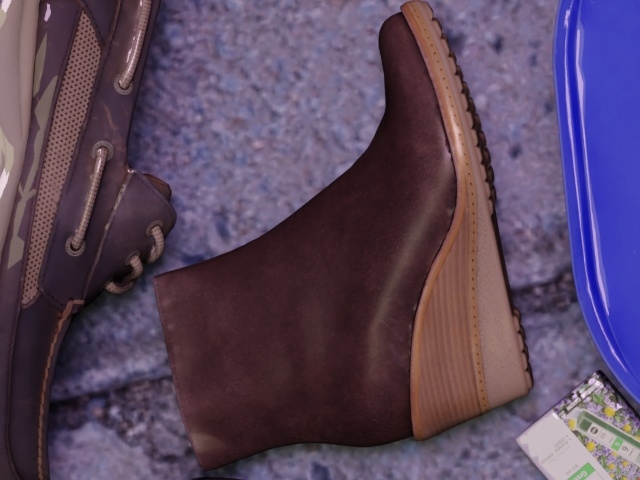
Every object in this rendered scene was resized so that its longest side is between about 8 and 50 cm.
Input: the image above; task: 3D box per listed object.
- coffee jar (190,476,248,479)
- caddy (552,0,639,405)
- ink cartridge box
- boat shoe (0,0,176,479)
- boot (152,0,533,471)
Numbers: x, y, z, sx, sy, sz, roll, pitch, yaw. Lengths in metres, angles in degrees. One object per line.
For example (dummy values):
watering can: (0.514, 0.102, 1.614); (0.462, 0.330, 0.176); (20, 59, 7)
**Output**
coffee jar: (-0.066, 0.229, 1.066); (0.079, 0.096, 0.184); (1, 89, 9)
caddy: (0.263, -0.048, 0.973); (0.241, 0.179, 0.341); (-7, 86, 35)
ink cartridge box: (0.172, 0.137, 1.055); (0.063, 0.029, 0.115); (-41, 80, 8)
boat shoe: (-0.146, -0.017, 1.070); (0.130, 0.132, 0.355); (2, 105, -14)
boot: (0.000, 0.000, 1.064); (0.207, 0.090, 0.248); (-11, 89, 9)
